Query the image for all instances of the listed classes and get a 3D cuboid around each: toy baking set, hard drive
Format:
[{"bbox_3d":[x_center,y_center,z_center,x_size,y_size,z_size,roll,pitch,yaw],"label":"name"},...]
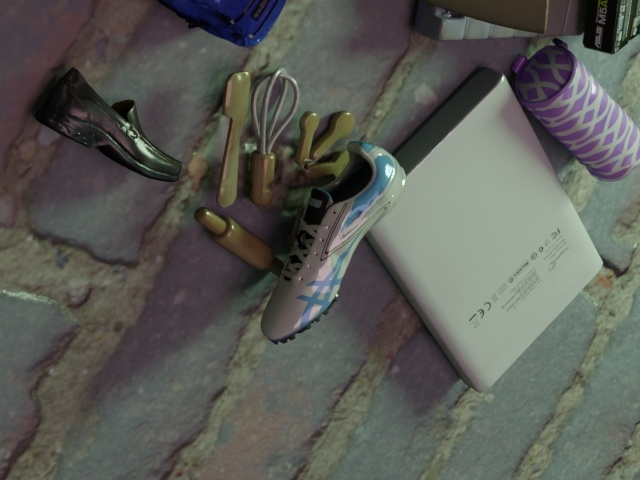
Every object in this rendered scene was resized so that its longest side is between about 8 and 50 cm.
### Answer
[{"bbox_3d":[-0.053,-0.073,1.743,0.256,0.030,0.197,30,86,-50],"label":"toy baking set"},{"bbox_3d":[0.191,-0.005,1.958,0.233,0.047,0.353,-45,133,-11],"label":"hard drive"}]

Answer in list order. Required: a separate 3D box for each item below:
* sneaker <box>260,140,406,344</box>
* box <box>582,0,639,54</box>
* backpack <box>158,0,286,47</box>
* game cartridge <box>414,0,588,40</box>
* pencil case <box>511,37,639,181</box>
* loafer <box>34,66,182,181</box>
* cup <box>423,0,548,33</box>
[{"bbox_3d":[0.000,0.000,1.758,0.086,0.085,0.237,36,82,-29],"label":"sneaker"},{"bbox_3d":[0.362,-0.329,1.882,0.184,0.045,0.191,-40,140,-48],"label":"box"},{"bbox_3d":[-0.089,-0.236,1.580,0.120,0.101,0.098,30,99,-47],"label":"backpack"},{"bbox_3d":[0.226,-0.392,1.779,0.230,0.068,0.355,-9,117,-40],"label":"game cartridge"},{"bbox_3d":[0.302,-0.147,1.945,0.206,0.088,0.086,40,78,-42],"label":"pencil case"},{"bbox_3d":[-0.191,-0.106,1.593,0.170,0.062,0.061,29,88,-45],"label":"loafer"},{"bbox_3d":[0.103,-0.363,1.540,0.237,0.331,0.331,3,118,7],"label":"cup"}]
